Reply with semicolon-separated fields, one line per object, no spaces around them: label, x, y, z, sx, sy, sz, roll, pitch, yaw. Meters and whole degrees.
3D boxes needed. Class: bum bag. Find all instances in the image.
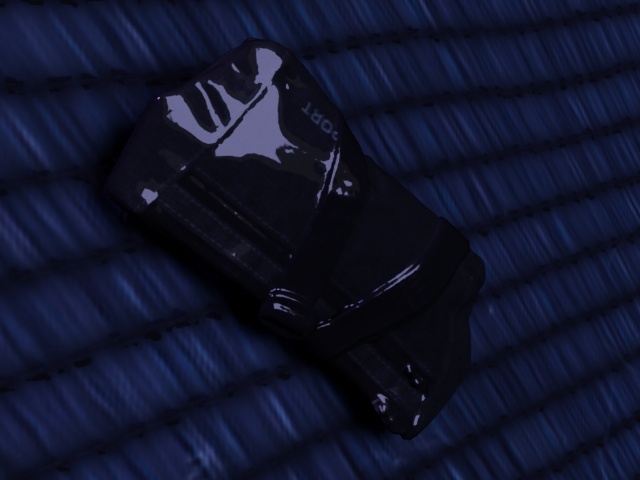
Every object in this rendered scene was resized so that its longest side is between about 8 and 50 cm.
bum bag;0.000;0.000;0.533;0.198;0.049;0.087;42;77;-35
